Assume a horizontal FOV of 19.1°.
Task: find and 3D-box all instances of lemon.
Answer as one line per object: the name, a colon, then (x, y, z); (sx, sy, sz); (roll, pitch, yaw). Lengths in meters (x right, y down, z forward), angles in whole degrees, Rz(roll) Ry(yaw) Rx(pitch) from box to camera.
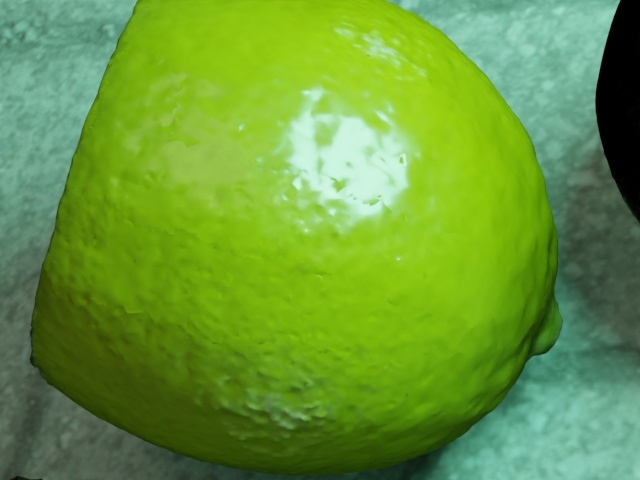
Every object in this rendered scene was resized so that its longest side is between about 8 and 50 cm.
lemon: (0.000, 0.000, 1.288); (0.364, 0.364, 0.364); (-12, 55, 18)

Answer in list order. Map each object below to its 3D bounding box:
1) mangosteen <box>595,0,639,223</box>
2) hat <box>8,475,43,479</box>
mangosteen: (0.333, -0.109, 1.230); (0.297, 0.297, 0.313); (31, 79, 36)
hat: (-0.150, 0.280, 1.316); (0.129, 0.140, 0.227); (-18, 66, 26)
